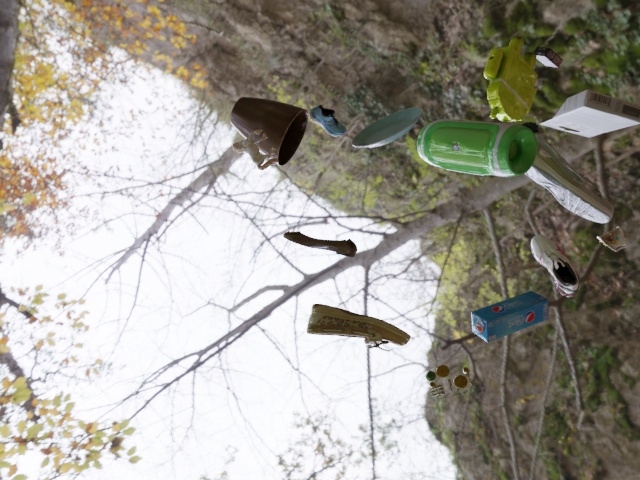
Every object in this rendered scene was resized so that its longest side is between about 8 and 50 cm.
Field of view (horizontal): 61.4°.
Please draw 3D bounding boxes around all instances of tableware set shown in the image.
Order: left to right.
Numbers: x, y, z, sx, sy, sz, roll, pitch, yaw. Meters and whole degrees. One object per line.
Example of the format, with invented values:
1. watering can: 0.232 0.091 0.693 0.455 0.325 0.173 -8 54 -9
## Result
1. tableware set: 0.449 0.483 1.889 0.024 0.154 0.104 54 -161 -51

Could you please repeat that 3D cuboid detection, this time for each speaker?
1. speaker: 0.378 -0.233 1.339 0.131 0.296 0.131 -9 -72 -31

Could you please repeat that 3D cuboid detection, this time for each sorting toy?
1. sorting toy: 1.005 0.004 1.845 0.045 0.083 0.075 69 175 -47

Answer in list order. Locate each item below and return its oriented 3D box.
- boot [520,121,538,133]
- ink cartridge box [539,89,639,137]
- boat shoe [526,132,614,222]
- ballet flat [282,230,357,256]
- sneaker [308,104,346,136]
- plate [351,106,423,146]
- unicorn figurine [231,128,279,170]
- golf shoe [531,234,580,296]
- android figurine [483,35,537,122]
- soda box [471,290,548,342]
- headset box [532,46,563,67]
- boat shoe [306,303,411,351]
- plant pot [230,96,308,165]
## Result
1. boot: 0.693 -0.350 1.859 0.045 0.121 0.099 -55 -46 -65
2. ink cartridge box: 0.807 -0.376 1.621 0.188 0.232 0.066 13 -88 -9
3. boat shoe: 0.688 -0.175 1.507 0.320 0.103 0.118 45 179 23
4. ballet flat: 0.000 0.000 1.761 0.084 0.249 0.058 -30 -46 -79
5. sneaker: 0.036 -0.442 1.984 0.162 0.073 0.064 26 -131 -32
6. plate: 0.163 -0.266 1.302 0.024 0.188 0.188 62 -141 -23
7. unicorn figurine: -0.201 -0.278 1.623 0.162 0.111 0.060 58 -170 26
8. golf shoe: 0.614 0.053 1.402 0.186 0.067 0.086 64 -174 30
9. android figurine: 0.600 -0.489 1.697 0.248 0.056 0.273 26 -101 -36
10. soda box: 0.529 0.209 1.504 0.209 0.071 0.067 -15 -69 -17
11. headset box: 0.750 -0.602 1.776 0.083 0.032 0.062 22 -167 -29
12. boat shoe: 0.103 0.251 1.483 0.284 0.105 0.090 14 -106 12
13. plant pot: -0.194 -0.409 1.904 0.230 0.216 0.215 27 -137 10
